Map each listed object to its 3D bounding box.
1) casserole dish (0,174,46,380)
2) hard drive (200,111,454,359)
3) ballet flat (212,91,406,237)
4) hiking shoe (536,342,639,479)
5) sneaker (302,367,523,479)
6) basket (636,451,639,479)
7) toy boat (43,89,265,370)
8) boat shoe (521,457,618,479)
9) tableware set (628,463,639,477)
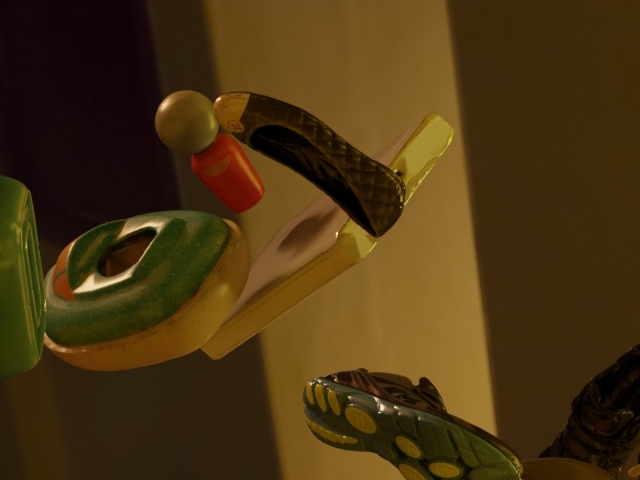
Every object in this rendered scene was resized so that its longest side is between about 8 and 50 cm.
[{"bbox_3d":[-0.258,0.030,1.490,0.037,0.188,0.114,-3,-146,-1],"label":"casserole dish"},{"bbox_3d":[0.000,0.000,1.817,0.203,0.040,0.307,-53,-170,-36],"label":"hard drive"},{"bbox_3d":[-0.010,-0.064,1.393,0.173,0.057,0.049,30,-121,-3],"label":"ballet flat"},{"bbox_3d":[0.243,0.179,1.603,0.086,0.114,0.227,30,-101,30],"label":"hiking shoe"},{"bbox_3d":[0.070,0.127,1.235,0.078,0.067,0.188,-25,-149,-36],"label":"sneaker"},{"bbox_3d":[0.443,0.159,1.522,0.288,0.255,0.201,11,-137,-11],"label":"basket"},{"bbox_3d":[-0.171,-0.009,1.809,0.267,0.148,0.318,-12,-144,42],"label":"toy boat"},{"bbox_3d":[0.096,0.291,1.449,0.355,0.132,0.130,-23,157,-14],"label":"boat shoe"},{"bbox_3d":[0.310,0.170,1.286,0.154,0.024,0.104,-26,-122,-5],"label":"tableware set"}]
